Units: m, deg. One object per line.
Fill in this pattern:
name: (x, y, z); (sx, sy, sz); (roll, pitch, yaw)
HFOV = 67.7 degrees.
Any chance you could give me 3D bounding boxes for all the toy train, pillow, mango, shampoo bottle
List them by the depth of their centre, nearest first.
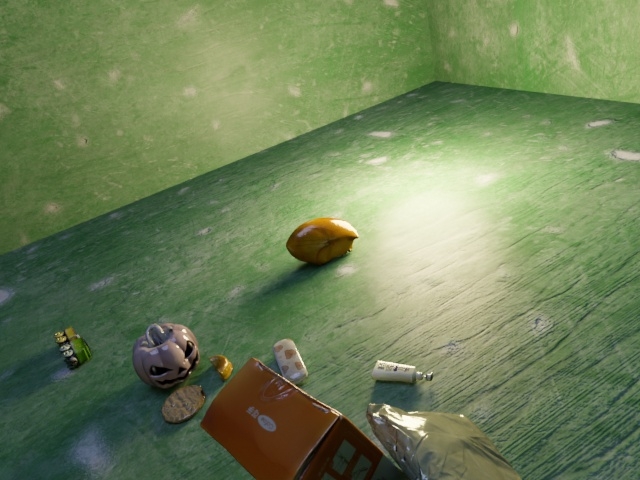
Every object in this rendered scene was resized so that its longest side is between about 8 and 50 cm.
pillow: (0.246, 0.381, 0.805); (0.274, 0.076, 0.281); (19, 13, -31)
shampoo bottle: (0.193, 0.314, 1.126); (0.141, 0.034, 0.049); (1, 26, 27)
toy train: (-0.804, 0.342, 1.549); (0.081, 0.060, 0.202); (-25, 29, -30)
mango: (0.000, 0.000, 1.660); (0.252, 0.153, 0.126); (-10, 19, -18)

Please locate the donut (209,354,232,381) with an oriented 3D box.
donut: (-0.276, 0.345, 1.301); (0.067, 0.037, 0.083); (-9, 28, 7)

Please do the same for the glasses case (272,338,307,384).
glasses case: (-0.082, 0.316, 1.250); (0.063, 0.041, 0.164); (-21, 30, -10)

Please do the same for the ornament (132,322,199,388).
ornament: (-0.426, 0.308, 1.312); (0.178, 0.177, 0.177); (-12, 29, 7)

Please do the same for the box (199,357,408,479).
box: (-0.010, 0.364, 0.803); (0.225, 0.341, 0.143); (17, 63, 45)

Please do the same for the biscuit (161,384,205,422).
biscuit: (-0.354, 0.420, 1.231); (0.120, 0.015, 0.120); (-12, 30, 7)
